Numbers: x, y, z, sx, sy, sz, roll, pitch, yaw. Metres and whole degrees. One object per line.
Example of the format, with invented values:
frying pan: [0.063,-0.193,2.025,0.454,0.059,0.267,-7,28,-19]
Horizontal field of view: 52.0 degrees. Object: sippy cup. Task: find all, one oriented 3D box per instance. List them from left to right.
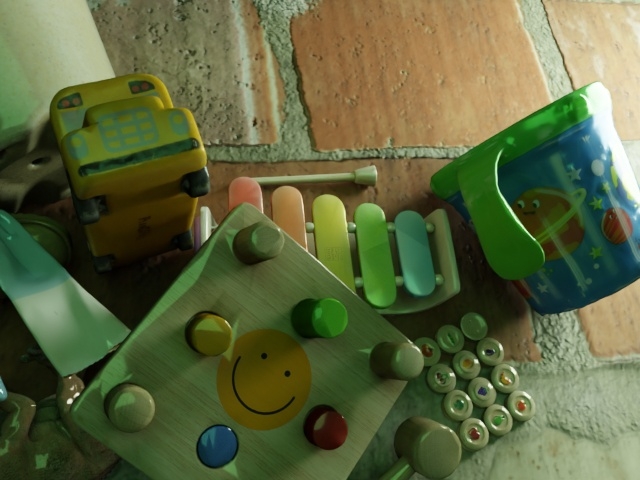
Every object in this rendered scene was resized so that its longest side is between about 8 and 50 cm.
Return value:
sippy cup: [0.291,-0.039,0.812,0.305,0.240,0.224,-29,87,-15]

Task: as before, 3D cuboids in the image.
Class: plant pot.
plant pot: [-0.371,-0.202,0.718,0.333,0.334,0.305,-28,83,-22]

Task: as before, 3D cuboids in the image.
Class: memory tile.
memory tile: [0.187,0.169,0.801,0.113,0.012,0.148,-22,70,-20]

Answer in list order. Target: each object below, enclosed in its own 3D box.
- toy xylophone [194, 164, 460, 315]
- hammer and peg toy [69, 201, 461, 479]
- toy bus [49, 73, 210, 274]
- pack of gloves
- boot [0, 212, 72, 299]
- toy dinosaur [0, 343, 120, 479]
toy xylophone: [0.000,0.000,0.806,0.322,0.081,0.236,-8,66,-15]
hammer and peg toy: [-0.019,0.173,0.635,0.361,0.127,0.266,42,70,-12]
toy bus: [-0.190,-0.056,0.651,0.108,0.333,0.130,-17,79,-19]
pack of gloves: [-0.313,0.045,0.581,0.232,0.046,0.195,38,38,17]
boot: [-0.362,0.089,0.618,0.236,0.089,0.269,-15,33,-6]
toy dinosaur: [-0.256,0.215,0.636,0.200,0.127,0.295,52,49,3]
